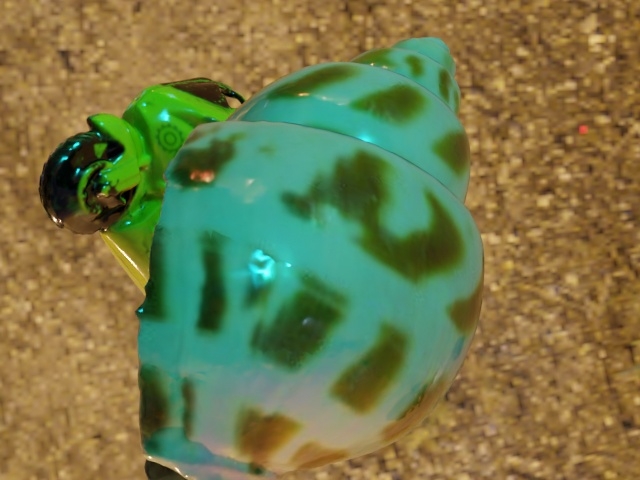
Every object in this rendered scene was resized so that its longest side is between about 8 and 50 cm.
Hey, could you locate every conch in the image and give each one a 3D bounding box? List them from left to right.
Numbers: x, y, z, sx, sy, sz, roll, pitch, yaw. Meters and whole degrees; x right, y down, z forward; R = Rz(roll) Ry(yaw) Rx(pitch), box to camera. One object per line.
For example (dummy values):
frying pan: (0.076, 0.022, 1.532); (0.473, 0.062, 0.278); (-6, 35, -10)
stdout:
conch: (0.000, 0.001, 0.947); (0.197, 0.249, 0.368); (-11, 50, 13)

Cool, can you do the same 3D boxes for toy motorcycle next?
toy motorcycle: (-0.113, -0.019, 1.392); (0.142, 0.206, 0.342); (33, 164, 45)
